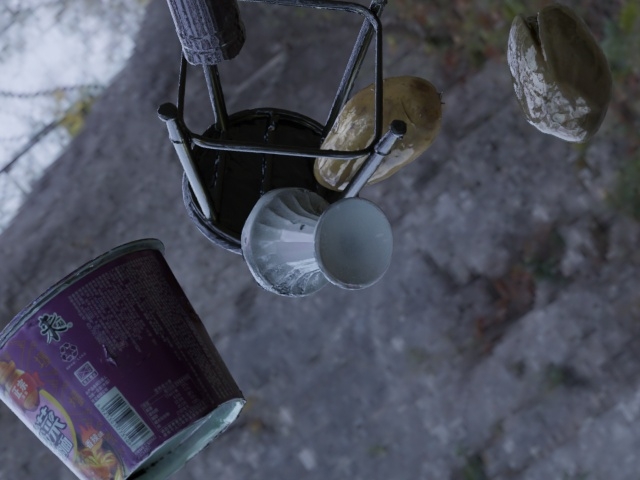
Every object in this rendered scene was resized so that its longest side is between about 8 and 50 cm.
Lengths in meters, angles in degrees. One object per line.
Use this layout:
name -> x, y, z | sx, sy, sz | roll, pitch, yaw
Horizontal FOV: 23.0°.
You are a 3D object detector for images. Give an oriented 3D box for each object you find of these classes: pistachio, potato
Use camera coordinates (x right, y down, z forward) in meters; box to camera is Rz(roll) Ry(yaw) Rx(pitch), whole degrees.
pistachio -> 0.310, -0.223, 2.055 | 0.136, 0.136, 0.226 | 35, -147, -42
potato -> 0.095, -0.174, 2.564 | 0.161, 0.235, 0.128 | 20, -154, -32

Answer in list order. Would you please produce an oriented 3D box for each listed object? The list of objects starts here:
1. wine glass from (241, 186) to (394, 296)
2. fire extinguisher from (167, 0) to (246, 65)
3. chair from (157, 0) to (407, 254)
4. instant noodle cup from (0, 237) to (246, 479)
wine glass -> 0.000, 0.000, 2.219 | 0.165, 0.165, 0.196 | 46, 157, -21
fire extinguisher -> -0.135, -0.303, 1.616 | 0.089, 0.072, 0.268 | 33, 150, 43
chair -> -0.071, -0.203, 2.523 | 0.410, 0.361, 0.365 | 100, 172, -56
instant noodle cup -> -0.277, 0.201, 2.241 | 0.266, 0.340, 0.340 | 50, -162, 11
